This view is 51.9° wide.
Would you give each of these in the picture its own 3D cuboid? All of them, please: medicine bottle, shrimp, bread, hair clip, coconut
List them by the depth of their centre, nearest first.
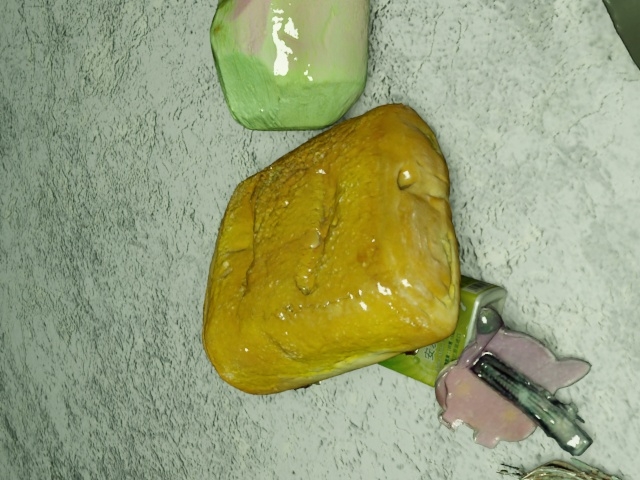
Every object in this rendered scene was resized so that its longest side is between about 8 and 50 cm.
[{"bbox_3d":[0.282,0.281,0.720,0.190,0.073,0.075,15,71,39],"label":"shrimp"},{"bbox_3d":[0.214,0.171,0.727,0.187,0.056,0.146,33,104,-4],"label":"hair clip"},{"bbox_3d":[-0.005,-0.004,0.786,0.337,0.148,0.328,-21,50,34],"label":"bread"},{"bbox_3d":[0.118,0.096,0.816,0.188,0.088,0.132,17,106,34],"label":"medicine bottle"},{"bbox_3d":[-0.038,-0.256,0.834,0.204,0.236,0.236,-3,93,2],"label":"coconut"}]

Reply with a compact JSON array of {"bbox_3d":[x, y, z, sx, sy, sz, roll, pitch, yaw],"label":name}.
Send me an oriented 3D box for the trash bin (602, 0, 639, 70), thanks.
[{"bbox_3d":[0.399,-0.265,0.501,0.333,0.214,0.214,-24,80,40],"label":"trash bin"}]
